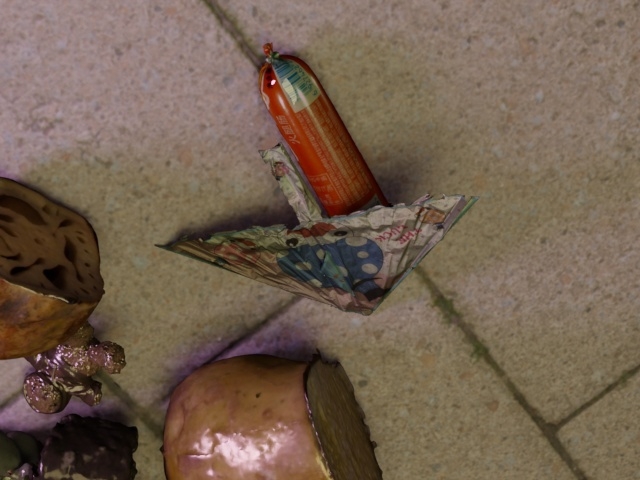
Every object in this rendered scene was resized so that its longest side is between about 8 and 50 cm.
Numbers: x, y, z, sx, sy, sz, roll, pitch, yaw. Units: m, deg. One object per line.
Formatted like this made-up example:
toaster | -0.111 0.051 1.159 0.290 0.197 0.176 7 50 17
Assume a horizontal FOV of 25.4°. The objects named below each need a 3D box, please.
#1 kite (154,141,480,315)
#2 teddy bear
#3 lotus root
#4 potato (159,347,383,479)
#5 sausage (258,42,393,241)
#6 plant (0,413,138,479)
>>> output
kite | 0.000 0.001 1.691 0.406 0.014 0.368 -9 143 17
teddy bear | -0.303 0.147 1.733 0.119 0.078 0.160 41 122 -9
lotus root | -0.368 0.048 1.613 0.199 0.188 0.180 30 118 -26
potato | -0.069 0.286 1.765 0.237 0.301 0.289 -21 74 11
sausage | -0.002 -0.122 1.678 0.083 0.083 0.264 -29 116 1
plant | -0.362 0.289 1.744 0.274 0.146 0.149 1 109 -9
